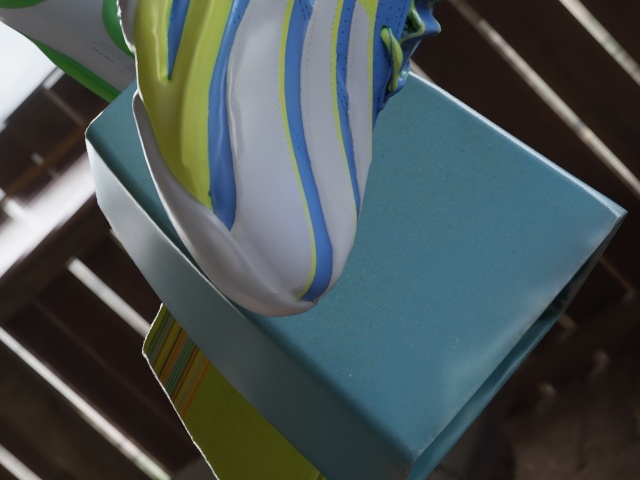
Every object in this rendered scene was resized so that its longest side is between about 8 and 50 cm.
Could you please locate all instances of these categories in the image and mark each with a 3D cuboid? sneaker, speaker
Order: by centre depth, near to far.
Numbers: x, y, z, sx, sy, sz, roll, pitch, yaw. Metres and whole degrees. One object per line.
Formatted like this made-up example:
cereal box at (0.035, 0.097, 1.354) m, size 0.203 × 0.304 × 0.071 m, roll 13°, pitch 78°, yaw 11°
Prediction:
sneaker at (0.016, -0.102, 0.458) m, size 0.126 × 0.240 × 0.091 m, roll -7°, pitch -11°, yaw 27°
speaker at (-0.107, -0.148, 1.042) m, size 0.131 × 0.296 × 0.131 m, roll -9°, pitch 69°, yaw 24°

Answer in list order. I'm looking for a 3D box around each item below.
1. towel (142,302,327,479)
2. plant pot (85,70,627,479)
towel at (-0.055, 0.102, 1.092) m, size 0.237 × 0.021 × 0.102 m, roll 51°, pitch 122°, yaw 48°
plant pot at (0.000, 0.000, 0.851) m, size 0.165 × 0.234 × 0.165 m, roll -48°, pitch -11°, yaw -17°
